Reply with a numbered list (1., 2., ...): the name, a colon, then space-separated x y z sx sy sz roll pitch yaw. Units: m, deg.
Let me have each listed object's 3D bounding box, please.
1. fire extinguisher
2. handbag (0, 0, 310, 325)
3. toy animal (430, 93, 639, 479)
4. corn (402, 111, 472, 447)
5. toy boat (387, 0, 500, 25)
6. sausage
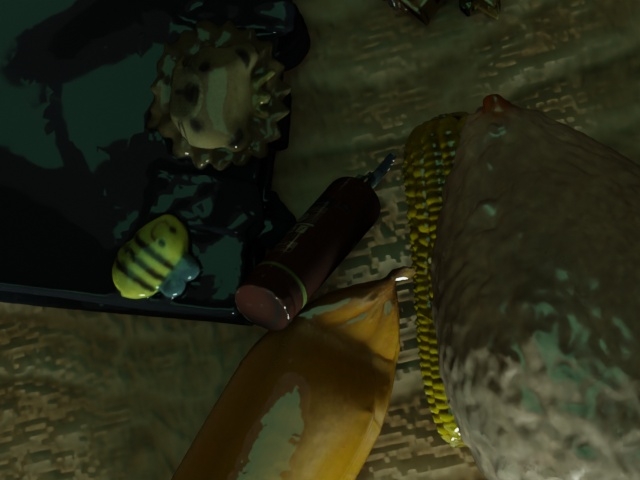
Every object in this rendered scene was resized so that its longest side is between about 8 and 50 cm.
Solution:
1. fire extinguisher: 0.000 0.000 1.057 0.043 0.064 0.158 41 50 1
2. handbag: -0.170 -0.104 1.092 0.329 0.122 0.303 6 83 8
3. toy animal: 0.177 0.076 0.933 0.188 0.226 0.358 -31 92 35
4. corn: 0.100 0.026 1.054 0.080 0.080 0.231 -4 82 8
5. toy boat: 0.048 -0.221 1.107 0.200 0.057 0.077 42 96 11
6. sausage: -0.033 0.153 1.045 0.112 0.112 0.328 29 87 11
